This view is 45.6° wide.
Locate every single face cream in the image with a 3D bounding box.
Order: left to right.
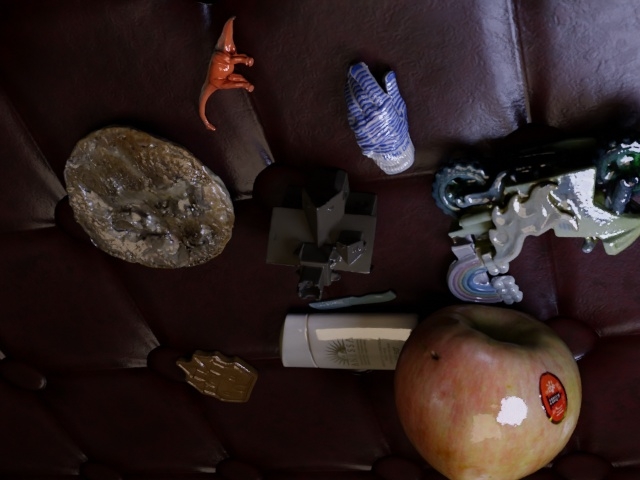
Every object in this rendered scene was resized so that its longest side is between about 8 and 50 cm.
[{"bbox_3d":[0.065,0.236,1.788,0.348,0.081,0.174,-1,130,14],"label":"face cream"}]

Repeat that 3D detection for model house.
[{"bbox_3d":[0.000,0.000,1.488,0.211,0.243,0.204,5,132,10],"label":"model house"}]

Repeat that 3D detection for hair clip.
[{"bbox_3d":[0.330,0.065,1.604,0.140,0.054,0.220,-17,128,19],"label":"hair clip"}]

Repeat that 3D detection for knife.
[{"bbox_3d":[0.073,0.138,1.746,0.210,0.015,0.028,-10,134,22],"label":"knife"}]

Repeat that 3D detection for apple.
[{"bbox_3d":[0.344,0.320,1.592,0.391,0.391,0.347,10,113,5],"label":"apple"}]

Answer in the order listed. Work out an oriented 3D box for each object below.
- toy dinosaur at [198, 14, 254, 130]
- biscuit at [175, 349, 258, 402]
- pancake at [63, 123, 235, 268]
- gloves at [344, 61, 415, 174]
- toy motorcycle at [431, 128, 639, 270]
[{"bbox_3d":[-0.172,-0.300,1.400,0.101,0.055,0.280,21,134,7],"label":"toy dinosaur"},{"bbox_3d":[-0.280,0.356,2.008,0.215,0.034,0.182,19,132,-4],"label":"biscuit"},{"bbox_3d":[-0.360,-0.085,1.609,0.386,0.082,0.387,10,134,10],"label":"pancake"},{"bbox_3d":[0.108,-0.222,1.382,0.119,0.097,0.229,-32,116,0],"label":"gloves"},{"bbox_3d":[0.414,-0.072,1.386,0.410,0.169,0.237,-6,123,25],"label":"toy motorcycle"}]
